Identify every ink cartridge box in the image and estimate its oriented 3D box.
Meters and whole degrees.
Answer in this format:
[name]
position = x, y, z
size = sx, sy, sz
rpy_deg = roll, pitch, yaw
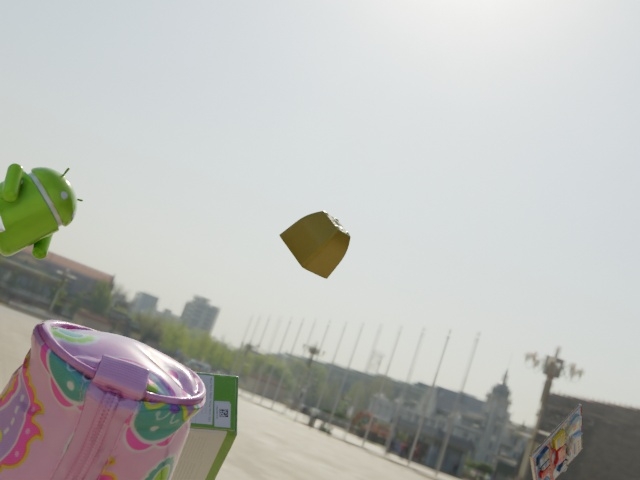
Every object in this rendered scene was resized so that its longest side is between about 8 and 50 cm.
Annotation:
[ink cartridge box]
position = -0.263, 0.270, 1.106
size = 0.255, 0.097, 0.188
rpy_deg = 9, -41, -15

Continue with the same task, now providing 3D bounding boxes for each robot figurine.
[robot figurine]
position = -0.291, -0.029, 0.738
size = 0.067, 0.115, 0.101
rpy_deg = 44, -25, 34

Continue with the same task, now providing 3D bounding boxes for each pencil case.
[pencil case]
position = -0.178, 0.193, 0.469
size = 0.124, 0.284, 0.124
rpy_deg = 27, -1, 0

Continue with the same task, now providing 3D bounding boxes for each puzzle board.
[puzzle board]
position = 0.312, 0.278, 0.987
size = 0.011, 0.096, 0.128
rpy_deg = 37, -20, 39

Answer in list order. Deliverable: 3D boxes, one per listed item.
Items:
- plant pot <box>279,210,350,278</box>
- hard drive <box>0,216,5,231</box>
[plant pot]
position = 0.000, 0.000, 1.240
size = 0.081, 0.083, 0.081
rpy_deg = 53, 13, 32
[hard drive]
position = -0.351, -0.146, 0.525
size = 0.040, 0.318, 0.210
rpy_deg = -17, 0, 19
